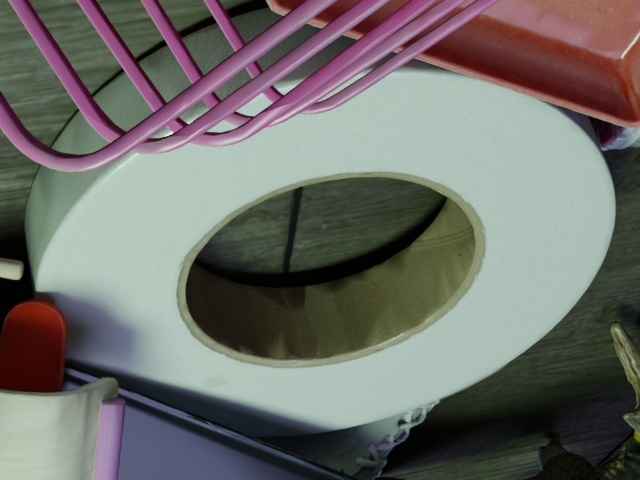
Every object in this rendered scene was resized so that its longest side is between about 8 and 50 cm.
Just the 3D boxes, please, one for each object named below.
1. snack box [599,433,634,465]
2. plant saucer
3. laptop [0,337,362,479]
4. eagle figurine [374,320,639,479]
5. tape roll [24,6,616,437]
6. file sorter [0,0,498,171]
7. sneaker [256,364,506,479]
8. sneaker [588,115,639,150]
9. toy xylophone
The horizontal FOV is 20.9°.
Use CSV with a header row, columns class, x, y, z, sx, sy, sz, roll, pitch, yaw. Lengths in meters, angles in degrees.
class,x,y,z,sx,sy,sz,roll,pitch,yaw
snack box,0.337,0.253,1.576,0.060,0.187,0.322,7,138,-33
plant saucer,0.134,-0.199,0.942,0.259,0.048,0.258,15,129,-23
laptop,-0.218,0.252,1.333,0.382,0.236,0.408,26,160,-30
eagle figurine,0.187,0.237,1.485,0.298,0.226,0.225,-30,167,11
tape roll,0.000,0.000,1.154,0.392,0.072,0.392,-9,143,-7
file sorter,-0.037,-0.155,0.726,0.182,0.202,0.291,-33,177,19
sneaker,0.035,0.146,1.347,0.262,0.121,0.099,-23,146,5
sneaker,0.248,-0.116,1.145,0.075,0.063,0.170,5,143,-30
toy xylophone,-0.277,0.102,1.070,0.323,0.081,0.236,14,98,0
